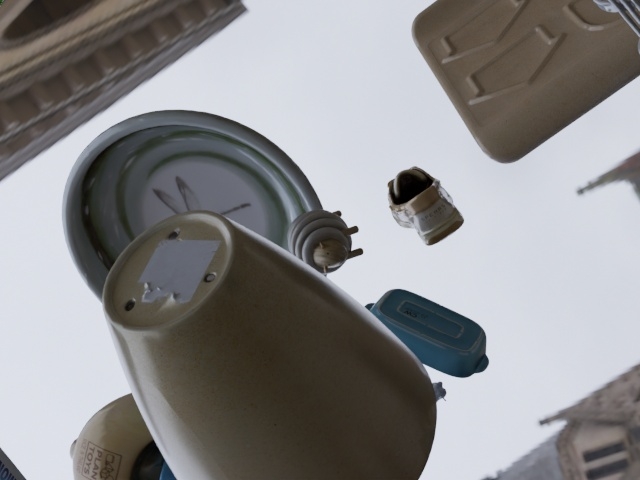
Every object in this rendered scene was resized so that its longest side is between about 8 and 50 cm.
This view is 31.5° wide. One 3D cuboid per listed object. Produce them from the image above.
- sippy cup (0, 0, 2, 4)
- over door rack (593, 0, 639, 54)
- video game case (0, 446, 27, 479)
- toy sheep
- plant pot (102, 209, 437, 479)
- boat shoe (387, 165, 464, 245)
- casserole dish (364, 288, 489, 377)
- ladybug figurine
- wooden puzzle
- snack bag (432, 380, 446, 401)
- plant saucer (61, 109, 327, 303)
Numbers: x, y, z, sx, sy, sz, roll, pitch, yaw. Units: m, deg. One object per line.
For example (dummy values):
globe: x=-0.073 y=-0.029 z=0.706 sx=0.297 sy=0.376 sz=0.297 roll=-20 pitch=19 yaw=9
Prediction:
sippy cup: x=-0.311 y=-0.253 z=0.664 sx=0.224 sy=0.240 sz=0.306 roll=-10 pitch=-94 yaw=-74
over door rack: x=0.377 y=-0.234 z=0.947 sx=0.239 sy=0.324 sz=0.108 roll=29 pitch=-104 yaw=-45
video game case: x=-0.440 y=0.203 z=1.157 sx=0.300 sy=0.329 sz=0.036 roll=80 pitch=-148 yaw=-55
toy sheep: x=0.000 y=0.000 z=1.475 sx=0.091 sy=0.091 sz=0.132 roll=35 pitch=-177 yaw=-27
plant pot: x=-0.064 y=0.106 z=1.007 sx=0.274 sy=0.256 sz=0.257 roll=56 pitch=-146 yaw=-40
boat shoe: x=0.097 y=-0.046 z=1.140 sx=0.059 sy=0.063 sz=0.170 roll=56 pitch=178 yaw=-16
casserole dish: x=0.145 y=0.119 z=1.540 sx=0.188 sy=0.037 sz=0.114 roll=24 pitch=-148 yaw=14
ladybug figurine: x=-0.157 y=0.359 z=1.718 sx=0.449 sy=0.305 sz=0.162 roll=16 pitch=-169 yaw=6
wooden puzzle: x=0.298 y=-0.265 z=1.421 sx=0.080 sy=0.322 sz=0.348 roll=45 pitch=-166 yaw=-36
snack bag: x=-0.050 y=0.283 z=1.365 sx=0.323 sy=0.342 sz=0.037 roll=-35 pitch=-83 yaw=-42
plant saucer: x=-0.175 y=-0.023 z=1.674 sx=0.400 sy=0.400 sz=0.100 roll=46 pitch=-151 yaw=-16
